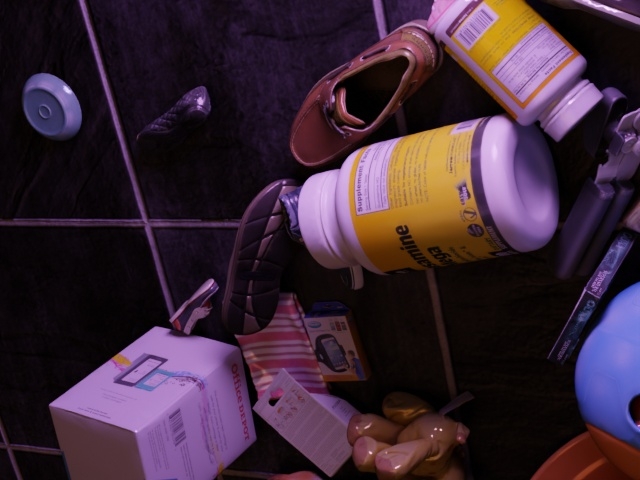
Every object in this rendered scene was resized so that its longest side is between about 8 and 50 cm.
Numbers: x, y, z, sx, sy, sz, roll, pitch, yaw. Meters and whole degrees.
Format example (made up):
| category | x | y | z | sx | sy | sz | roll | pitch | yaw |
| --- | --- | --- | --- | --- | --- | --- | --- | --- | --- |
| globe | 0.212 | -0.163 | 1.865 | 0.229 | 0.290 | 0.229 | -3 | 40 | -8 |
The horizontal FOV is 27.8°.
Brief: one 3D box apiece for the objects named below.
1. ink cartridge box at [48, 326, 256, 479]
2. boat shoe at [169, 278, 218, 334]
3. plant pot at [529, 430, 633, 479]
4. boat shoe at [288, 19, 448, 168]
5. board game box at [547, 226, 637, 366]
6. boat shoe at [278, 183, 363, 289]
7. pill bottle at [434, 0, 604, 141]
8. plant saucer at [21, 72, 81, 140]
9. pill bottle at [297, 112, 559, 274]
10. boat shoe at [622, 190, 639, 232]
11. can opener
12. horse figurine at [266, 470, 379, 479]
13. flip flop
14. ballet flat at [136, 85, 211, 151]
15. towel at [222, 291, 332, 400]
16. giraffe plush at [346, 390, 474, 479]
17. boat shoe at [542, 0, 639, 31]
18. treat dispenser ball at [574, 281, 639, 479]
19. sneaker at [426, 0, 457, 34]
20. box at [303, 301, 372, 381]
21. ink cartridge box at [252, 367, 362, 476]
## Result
| category | x | y | z | sx | sy | sz | roll | pitch | yaw |
| --- | --- | --- | --- | --- | --- | --- | --- | --- | --- |
| ink cartridge box | -0.271 | 0.304 | 2.154 | 0.197 | 0.270 | 0.198 | 10 | 121 | 34 |
| boat shoe | -0.204 | 0.111 | 2.161 | 0.043 | 0.049 | 0.137 | 43 | 131 | -3 |
| plant pot | 0.438 | 0.439 | 1.864 | 0.203 | 0.291 | 0.291 | 41 | 130 | -18 |
| boat shoe | 0.043 | -0.196 | 1.813 | 0.111 | 0.104 | 0.307 | 46 | 129 | -1 |
| board game box | 0.366 | 0.074 | 1.735 | 0.026 | 0.186 | 0.126 | 30 | 128 | 12 |
| boat shoe | 0.000 | 0.000 | 1.953 | 0.065 | 0.083 | 0.183 | -154 | 42 | -74 |
| pill bottle | 0.257 | -0.229 | 1.656 | 0.215 | 0.117 | 0.117 | 46 | 129 | 6 |
| plant saucer | -0.448 | -0.215 | 2.126 | 0.119 | 0.021 | 0.119 | 13 | 123 | 22 |
| pill bottle | 0.143 | -0.054 | 1.785 | 0.334 | 0.188 | 0.188 | -11 | 111 | 34 |
| boat shoe | 0.455 | -0.064 | 1.695 | 0.048 | 0.056 | 0.153 | 32 | 129 | -2 |
| can opener | 0.374 | -0.072 | 1.734 | 0.093 | 0.074 | 0.280 | 50 | 137 | 41 |
| horse figurine | 0.005 | 0.456 | 2.231 | 0.263 | 0.066 | 0.174 | 15 | 128 | 19 |
| flip flop | -0.092 | 0.021 | 2.020 | 0.112 | 0.080 | 0.277 | 6 | 120 | -21 |
| ballet flat | -0.226 | -0.183 | 2.017 | 0.057 | 0.049 | 0.173 | 31 | 140 | -32 |
| towel | -0.072 | 0.176 | 2.137 | 0.144 | 0.029 | 0.197 | -8 | 112 | 31 |
| giraffe plush | 0.163 | 0.347 | 2.044 | 0.210 | 0.181 | 0.170 | -19 | 122 | 0 |
| boat shoe | 0.356 | -0.307 | 1.593 | 0.227 | 0.081 | 0.069 | 22 | 96 | 14 |
| treat dispenser ball | 0.475 | 0.184 | 1.673 | 0.288 | 0.288 | 0.288 | 13 | 122 | 22 |
| sneaker | 0.168 | -0.338 | 1.698 | 0.070 | 0.051 | 0.134 | 43 | 125 | 3 |
| box | 0.025 | 0.162 | 2.076 | 0.081 | 0.028 | 0.136 | -6 | 115 | 32 |
| ink cartridge box | -0.012 | 0.296 | 2.158 | 0.179 | 0.045 | 0.145 | 42 | 137 | 7 |
